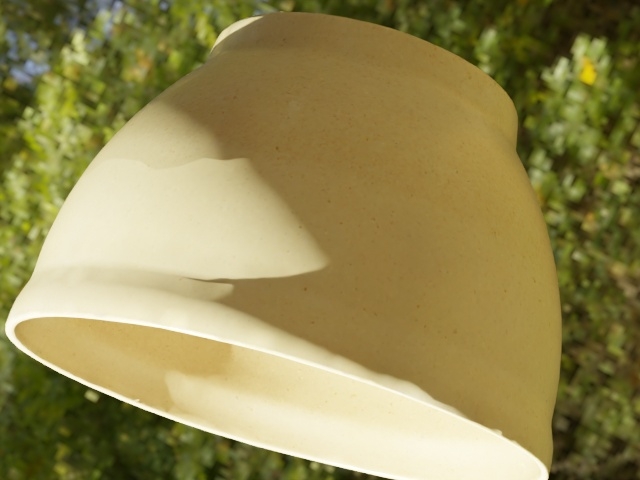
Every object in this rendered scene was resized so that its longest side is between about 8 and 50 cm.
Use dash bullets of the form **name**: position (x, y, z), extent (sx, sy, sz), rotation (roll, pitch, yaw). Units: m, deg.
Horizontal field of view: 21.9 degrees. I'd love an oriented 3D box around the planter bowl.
- **planter bowl**: position (0.000, 0.000, 0.494), extent (0.162, 0.162, 0.109), rotation (70, -147, -71)
